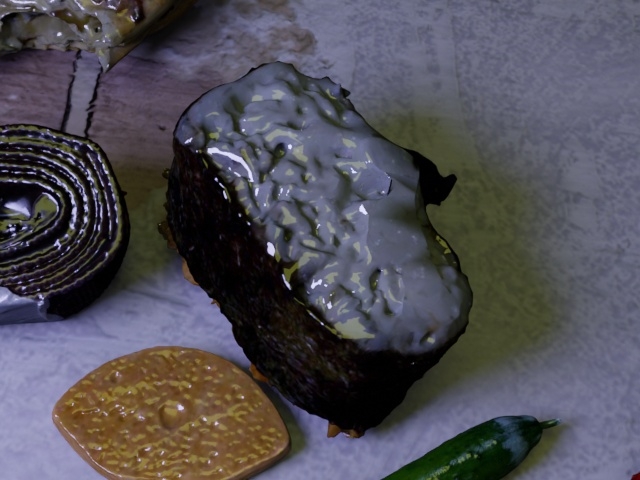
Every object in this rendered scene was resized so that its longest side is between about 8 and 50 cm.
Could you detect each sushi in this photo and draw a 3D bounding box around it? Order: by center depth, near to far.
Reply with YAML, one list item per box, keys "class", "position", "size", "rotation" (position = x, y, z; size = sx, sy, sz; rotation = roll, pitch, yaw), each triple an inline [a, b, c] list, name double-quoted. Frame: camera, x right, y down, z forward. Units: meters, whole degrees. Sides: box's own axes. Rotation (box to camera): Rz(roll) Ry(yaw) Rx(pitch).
- class: "sushi"
  position: [0.000, 0.000, 0.983]
  size: [0.234, 0.207, 0.348]
  rotation: [-18, 64, -31]

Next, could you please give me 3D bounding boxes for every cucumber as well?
- class: "cucumber"
  position: [0.117, 0.209, 0.935]
  size: [0.250, 0.056, 0.056]
  rotation: [-24, 62, -20]

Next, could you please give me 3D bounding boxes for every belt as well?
- class: "belt"
  position: [-0.327, -0.007, 0.978]
  size: [0.289, 0.164, 0.184]
  rotation: [-4, 82, -11]

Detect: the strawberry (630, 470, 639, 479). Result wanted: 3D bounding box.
- class: "strawberry"
  position: [0.323, 0.264, 0.901]
  size: [0.140, 0.085, 0.192]
  rotation: [4, 60, -13]

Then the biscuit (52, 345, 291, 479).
- class: "biscuit"
  position: [-0.136, 0.164, 0.953]
  size: [0.221, 0.029, 0.142]
  rotation: [5, 57, -2]

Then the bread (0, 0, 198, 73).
- class: "bread"
  position: [-0.289, -0.324, 1.180]
  size: [0.314, 0.191, 0.370]
  rotation: [39, 73, 13]
